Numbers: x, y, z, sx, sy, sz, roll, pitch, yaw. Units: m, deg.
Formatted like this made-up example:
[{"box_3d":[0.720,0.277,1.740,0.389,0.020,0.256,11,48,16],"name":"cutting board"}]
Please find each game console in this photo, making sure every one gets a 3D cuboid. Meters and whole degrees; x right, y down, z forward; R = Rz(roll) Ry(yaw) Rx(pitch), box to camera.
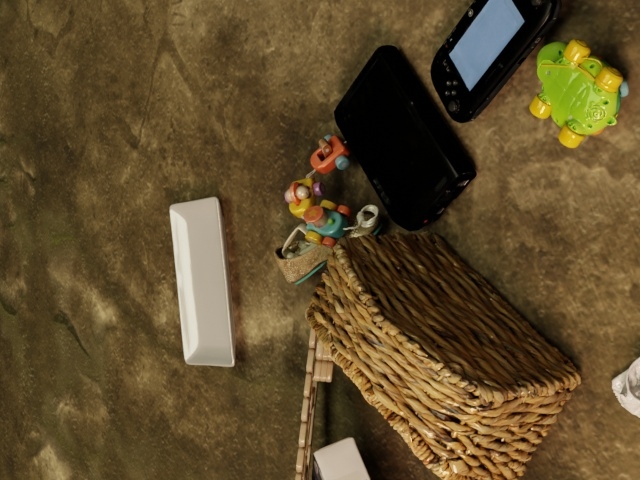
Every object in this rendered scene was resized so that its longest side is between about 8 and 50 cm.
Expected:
[{"box_3d":[0.151,-0.192,1.224,0.361,0.044,0.213,-53,56,40],"name":"game console"}]

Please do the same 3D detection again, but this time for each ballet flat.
[{"box_3d":[0.000,0.000,1.402,0.067,0.073,0.206,49,135,-7],"name":"ballet flat"}]

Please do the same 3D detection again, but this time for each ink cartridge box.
[{"box_3d":[0.076,0.432,1.319,0.165,0.065,0.333,94,153,-65],"name":"ink cartridge box"}]

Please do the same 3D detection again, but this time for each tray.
[{"box_3d":[-0.185,0.068,1.667,0.145,0.030,0.270,-6,90,49],"name":"tray"}]

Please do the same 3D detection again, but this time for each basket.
[{"box_3d":[0.105,0.160,1.194,0.299,0.213,0.223,47,127,36],"name":"basket"}]

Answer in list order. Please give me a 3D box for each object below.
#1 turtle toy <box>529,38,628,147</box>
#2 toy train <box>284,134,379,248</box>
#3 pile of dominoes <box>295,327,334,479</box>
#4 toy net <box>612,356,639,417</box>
[{"box_3d":[0.270,-0.163,1.076,0.130,0.066,0.095,54,130,32],"name":"turtle toy"},{"box_3d":[0.007,-0.070,1.355,0.125,0.046,0.166,-36,49,14],"name":"toy train"},{"box_3d":[0.000,0.225,1.376,0.196,0.040,0.251,-9,-76,-87],"name":"pile of dominoes"},{"box_3d":[0.375,0.136,1.004,0.232,0.045,0.122,-7,90,50],"name":"toy net"}]
